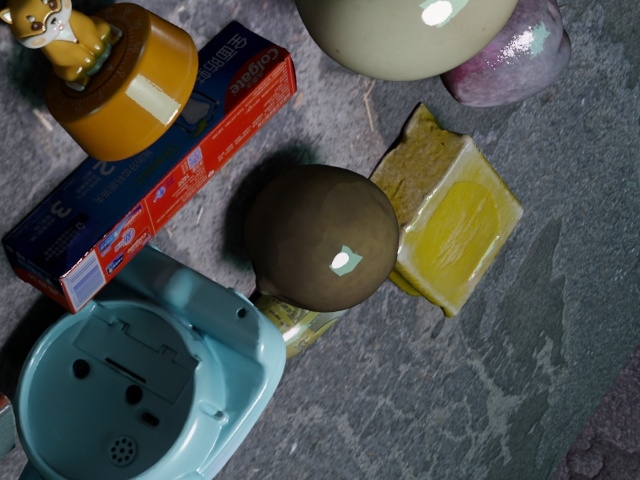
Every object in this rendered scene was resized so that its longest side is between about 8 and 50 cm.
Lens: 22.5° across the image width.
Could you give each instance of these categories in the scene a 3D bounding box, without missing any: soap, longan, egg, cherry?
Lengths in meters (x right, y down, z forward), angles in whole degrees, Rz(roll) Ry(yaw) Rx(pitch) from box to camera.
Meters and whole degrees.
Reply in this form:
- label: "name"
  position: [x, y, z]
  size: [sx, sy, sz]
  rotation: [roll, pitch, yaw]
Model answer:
- label: "soap"
  position: [0.151, -0.029, 2.077]
  size: [0.199, 0.091, 0.315]
  rotation: [-58, 156, -5]
- label: "longan"
  position: [0.000, 0.000, 1.746]
  size: [0.189, 0.189, 0.189]
  rotation: [-42, 151, -31]
- label: "egg"
  position: [0.087, -0.266, 1.537]
  size: [0.269, 0.219, 0.219]
  rotation: [-49, 158, -54]
- label: "cherry"
  position: [0.216, -0.235, 1.907]
  size: [0.176, 0.140, 0.176]
  rotation: [-22, 147, -15]

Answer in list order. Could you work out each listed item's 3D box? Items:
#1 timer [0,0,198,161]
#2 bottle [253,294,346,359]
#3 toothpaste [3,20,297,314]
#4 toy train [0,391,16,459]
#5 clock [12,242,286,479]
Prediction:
- label: "timer"
  position: [-0.195, -0.156, 1.296]
  size: [0.152, 0.132, 0.132]
  rotation: [38, 84, -42]
- label: "bottle"
  position: [-0.054, 0.105, 1.858]
  size: [0.269, 0.083, 0.083]
  rotation: [-42, 150, -25]
- label: "toothpaste"
  position: [-0.151, -0.072, 1.488]
  size: [0.320, 0.076, 0.066]
  rotation: [-46, 152, -24]
- label: "toy train"
  position: [-0.427, 0.259, 1.347]
  size: [0.409, 0.089, 0.086]
  rotation: [-41, 155, -33]
- label: "clock"
  position: [-0.179, 0.148, 1.490]
  size: [0.274, 0.223, 0.094]
  rotation: [-60, 155, -10]
